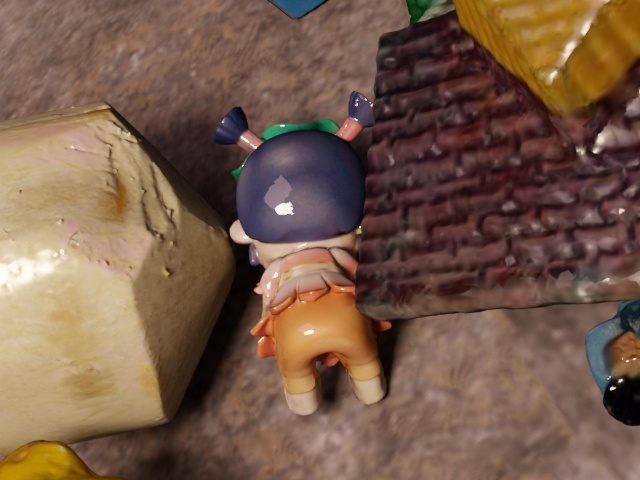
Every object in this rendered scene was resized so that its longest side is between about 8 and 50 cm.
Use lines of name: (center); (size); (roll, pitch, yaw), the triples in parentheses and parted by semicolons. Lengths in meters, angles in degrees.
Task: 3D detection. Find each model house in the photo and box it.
model house: (0.129, -0.062, 0.649); (0.281, 0.230, 0.249); (-9, 28, 37)

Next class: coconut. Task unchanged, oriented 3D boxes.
coconut: (-0.167, 0.019, 0.903); (0.241, 0.241, 0.241); (-18, 59, 32)

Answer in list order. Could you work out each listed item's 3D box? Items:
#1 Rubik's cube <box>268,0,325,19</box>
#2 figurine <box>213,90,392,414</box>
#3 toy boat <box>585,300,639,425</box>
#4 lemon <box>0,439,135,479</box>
Rubik's cube: (-0.018, -0.282, 0.981); (0.151, 0.154, 0.155); (-29, 54, 25)
figurine: (0.000, 0.000, 0.870); (0.111, 0.102, 0.195); (-10, 53, -2)
toy boat: (0.227, 0.066, 0.643); (0.223, 0.100, 0.097); (-1, 39, 41)
lemon: (-0.146, 0.255, 0.779); (0.233, 0.233, 0.288); (-20, 69, 31)
